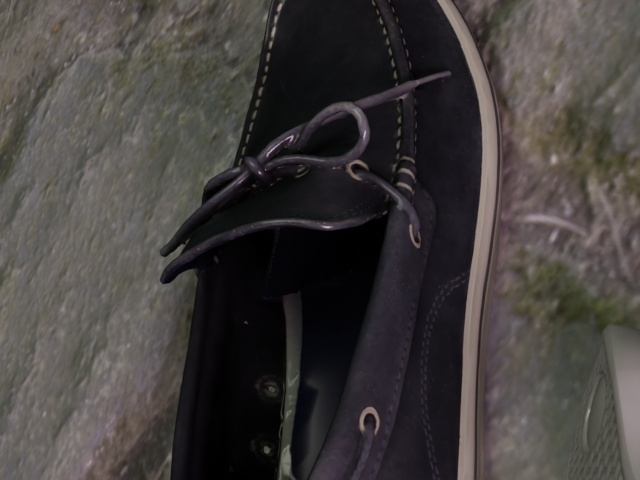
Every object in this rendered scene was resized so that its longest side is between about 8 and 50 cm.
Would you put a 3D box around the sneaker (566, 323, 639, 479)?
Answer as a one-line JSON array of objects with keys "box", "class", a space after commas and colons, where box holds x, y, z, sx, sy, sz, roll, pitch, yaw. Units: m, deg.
[{"box": [0.195, 0.124, 0.494, 0.256, 0.151, 0.094, -88, 6, -66], "class": "sneaker"}]

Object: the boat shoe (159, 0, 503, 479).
[{"box": [0.000, 0.000, 0.696, 0.187, 0.156, 0.500, -22, 54, 39], "class": "boat shoe"}]
